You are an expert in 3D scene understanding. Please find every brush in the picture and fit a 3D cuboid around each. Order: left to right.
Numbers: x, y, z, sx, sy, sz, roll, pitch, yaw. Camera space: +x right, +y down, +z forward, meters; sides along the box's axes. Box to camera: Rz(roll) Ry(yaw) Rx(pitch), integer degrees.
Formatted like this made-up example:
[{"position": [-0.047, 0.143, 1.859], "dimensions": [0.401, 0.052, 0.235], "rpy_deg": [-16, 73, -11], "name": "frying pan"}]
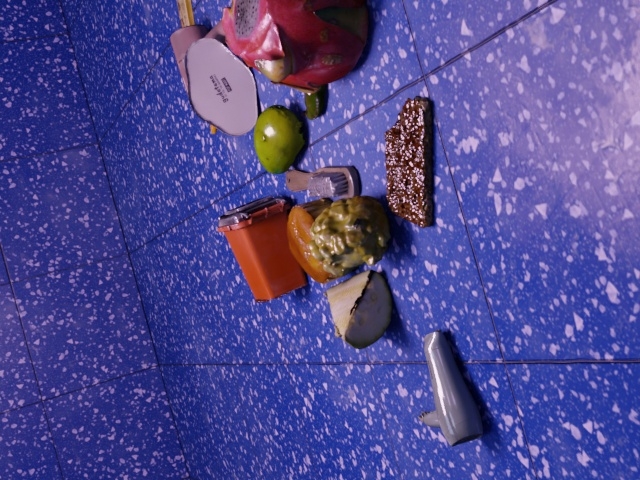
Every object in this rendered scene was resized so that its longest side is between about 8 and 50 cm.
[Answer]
[{"position": [-0.017, -0.125, 1.861], "dimensions": [0.327, 0.065, 0.070], "rpy_deg": [12, 114, 64], "name": "brush"}]

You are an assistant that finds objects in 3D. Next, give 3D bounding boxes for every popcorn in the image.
[{"position": [0.063, -0.011, 1.649], "dimensions": [0.173, 0.173, 0.142], "rpy_deg": [38, 143, 52], "name": "popcorn"}]

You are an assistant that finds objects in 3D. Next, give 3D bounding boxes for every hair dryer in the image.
[{"position": [-0.264, -0.487, 2.142], "dimensions": [0.344, 0.107, 0.189], "rpy_deg": [-25, 81, 58], "name": "hair dryer"}, {"position": [0.219, 0.298, 1.624], "dimensions": [0.237, 0.075, 0.206], "rpy_deg": [114, 143, -64], "name": "hair dryer"}]

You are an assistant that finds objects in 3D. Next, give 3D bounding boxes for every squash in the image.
[{"position": [0.059, 0.171, 1.808], "dimensions": [0.169, 0.093, 0.252], "rpy_deg": [-65, 15, -23], "name": "squash"}]

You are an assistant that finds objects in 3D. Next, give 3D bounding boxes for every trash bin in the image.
[{"position": [-0.129, 0.019, 2.074], "dimensions": [0.184, 0.161, 0.238], "rpy_deg": [-10, 102, 65], "name": "trash bin"}]

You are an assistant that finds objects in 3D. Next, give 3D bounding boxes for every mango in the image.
[{"position": [-0.100, -0.224, 1.927], "dimensions": [0.119, 0.100, 0.178], "rpy_deg": [56, 149, 34], "name": "mango"}]

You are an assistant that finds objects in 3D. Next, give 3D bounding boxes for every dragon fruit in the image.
[{"position": [-0.064, -0.424, 1.597], "dimensions": [0.290, 0.189, 0.290], "rpy_deg": [14, 108, 50], "name": "dragon fruit"}]

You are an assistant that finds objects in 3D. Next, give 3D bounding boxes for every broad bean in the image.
[{"position": [-0.013, -0.324, 1.761], "dimensions": [0.061, 0.046, 0.195], "rpy_deg": [51, 147, 37], "name": "broad bean"}]

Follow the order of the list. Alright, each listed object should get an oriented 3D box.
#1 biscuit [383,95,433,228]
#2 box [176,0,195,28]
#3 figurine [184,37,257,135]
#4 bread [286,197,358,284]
[{"position": [0.155, -0.146, 1.531], "dimensions": [0.131, 0.026, 0.237], "rpy_deg": [31, 132, 54], "name": "biscuit"}, {"position": [-0.370, -0.606, 2.370], "dimensions": [0.073, 0.020, 0.149], "rpy_deg": [15, 117, 61], "name": "box"}, {"position": [-0.247, -0.375, 2.128], "dimensions": [0.141, 0.166, 0.250], "rpy_deg": [-143, 34, -83], "name": "figurine"}, {"position": [0.000, 0.000, 1.843], "dimensions": [0.190, 0.114, 0.132], "rpy_deg": [50, 143, 33], "name": "bread"}]
